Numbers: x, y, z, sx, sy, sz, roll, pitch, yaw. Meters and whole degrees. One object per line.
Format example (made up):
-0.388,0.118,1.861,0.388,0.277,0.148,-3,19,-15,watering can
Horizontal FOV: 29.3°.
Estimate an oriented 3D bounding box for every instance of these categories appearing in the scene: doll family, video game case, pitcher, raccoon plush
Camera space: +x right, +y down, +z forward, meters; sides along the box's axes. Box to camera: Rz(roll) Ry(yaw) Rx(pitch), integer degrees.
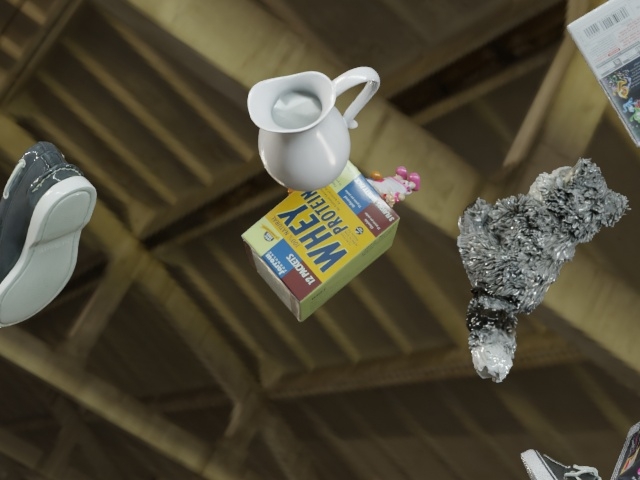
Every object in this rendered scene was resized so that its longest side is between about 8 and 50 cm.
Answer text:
0.040,-0.090,2.168,0.263,0.163,0.118,30,-56,30,doll family
0.423,-0.233,1.472,0.173,0.190,0.022,60,7,1,video game case
-0.001,-0.155,1.649,0.178,0.125,0.207,-19,-22,-2,pitcher
0.452,0.052,2.377,0.299,0.446,0.216,-24,-36,32,raccoon plush

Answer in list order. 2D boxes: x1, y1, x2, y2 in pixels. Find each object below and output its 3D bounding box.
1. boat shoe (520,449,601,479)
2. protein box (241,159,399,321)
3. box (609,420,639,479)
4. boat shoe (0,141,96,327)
0.465,0.457,2.185,0.113,0.105,0.306,63,-7,-24,boat shoe
0.000,0.000,1.889,0.136,0.200,0.201,49,-8,9,protein box
0.568,0.349,1.756,0.247,0.163,0.142,38,-51,3,box
-0.370,-0.003,1.563,0.091,0.114,0.302,52,-49,19,boat shoe
